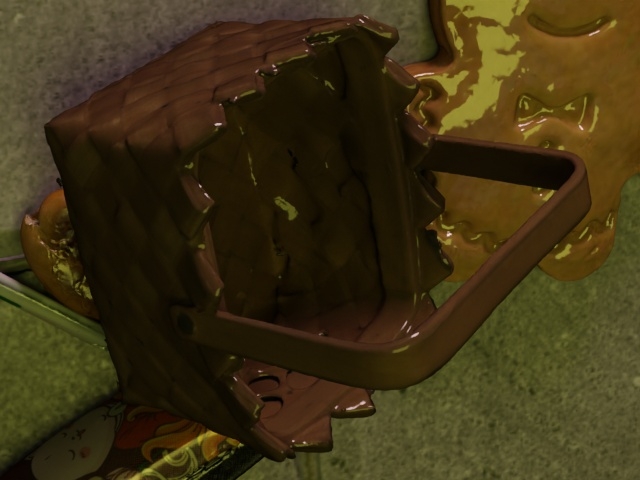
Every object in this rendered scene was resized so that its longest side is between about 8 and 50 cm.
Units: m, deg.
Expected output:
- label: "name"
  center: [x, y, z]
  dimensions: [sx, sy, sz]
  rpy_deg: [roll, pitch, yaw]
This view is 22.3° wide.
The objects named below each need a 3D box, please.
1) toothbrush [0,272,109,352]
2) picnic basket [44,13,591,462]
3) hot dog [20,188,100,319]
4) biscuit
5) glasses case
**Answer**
- label: "toothbrush"
  center: [-0.317, 0.004, 1.188]
  dimensions: [0.418, 0.042, 0.040]
  rpy_deg: [30, 69, -27]
- label: "picnic basket"
  center: [0.000, 0.000, 1.127]
  dimensions: [0.254, 0.321, 0.291]
  rpy_deg: [-40, 127, -41]
- label: "hot dog"
  center: [-0.165, 0.015, 1.241]
  dimensions: [0.140, 0.060, 0.090]
  rpy_deg: [35, 101, -21]
- label: "biscuit"
  center: [0.181, -0.129, 1.302]
  dimensions: [0.275, 0.052, 0.355]
  rpy_deg: [3, 112, -21]
- label: "glasses case"
  center: [-0.150, 0.178, 1.277]
  dimensions: [0.321, 0.122, 0.082]
  rpy_deg: [-33, 121, -3]
